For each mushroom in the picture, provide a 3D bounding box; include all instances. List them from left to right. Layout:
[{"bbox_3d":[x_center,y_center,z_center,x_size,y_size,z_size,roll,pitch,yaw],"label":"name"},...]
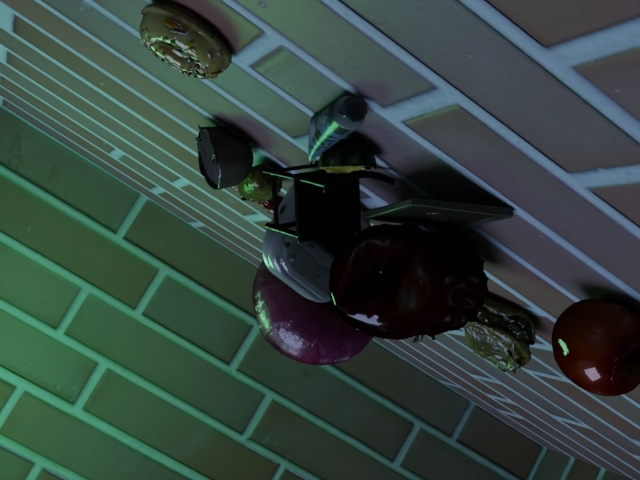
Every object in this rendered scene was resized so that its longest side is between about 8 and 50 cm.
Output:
[{"bbox_3d":[-0.212,-0.186,2.060,0.117,0.141,0.188,-3,-171,-25],"label":"mushroom"}]

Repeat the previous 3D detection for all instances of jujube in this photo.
[{"bbox_3d":[0.178,0.080,1.801,0.258,0.258,0.376,23,-163,35],"label":"jujube"}]

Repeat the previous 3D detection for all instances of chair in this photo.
[{"bbox_3d":[0.011,-0.076,1.766,0.154,0.141,0.260,-11,-164,-29],"label":"chair"}]

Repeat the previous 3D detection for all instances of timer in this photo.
[{"bbox_3d":[0.000,0.000,2.004,0.087,0.237,0.262,18,165,45],"label":"timer"}]

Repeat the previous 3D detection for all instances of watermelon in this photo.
[{"bbox_3d":[0.047,-0.150,1.628,0.105,0.062,0.105,-3,-175,0],"label":"watermelon"}]

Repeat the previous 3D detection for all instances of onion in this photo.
[{"bbox_3d":[0.008,0.156,2.413,0.358,0.358,0.345,35,167,-26],"label":"onion"}]

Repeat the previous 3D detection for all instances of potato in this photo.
[{"bbox_3d":[-0.141,-0.138,2.168,0.105,0.085,0.188,-8,174,-8],"label":"potato"}]

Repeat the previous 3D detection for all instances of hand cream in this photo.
[{"bbox_3d":[0.019,-0.189,1.534,0.055,0.088,0.256,2,174,-15],"label":"hand cream"}]

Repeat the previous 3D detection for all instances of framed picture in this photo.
[{"bbox_3d":[0.202,-0.043,1.627,0.189,0.023,0.260,5,175,-14],"label":"framed picture"}]

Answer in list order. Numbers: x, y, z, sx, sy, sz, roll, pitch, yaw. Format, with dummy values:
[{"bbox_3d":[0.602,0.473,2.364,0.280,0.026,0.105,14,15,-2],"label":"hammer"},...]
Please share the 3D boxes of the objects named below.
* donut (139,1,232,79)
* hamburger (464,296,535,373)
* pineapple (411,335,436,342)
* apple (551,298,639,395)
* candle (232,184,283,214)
[{"bbox_3d":[-0.232,-0.331,1.551,0.174,0.068,0.174,29,169,7],"label":"donut"},{"bbox_3d":[0.430,0.209,2.207,0.183,0.130,0.206,23,149,28],"label":"hamburger"},{"bbox_3d":[0.280,0.224,2.649,0.130,0.119,0.277,9,168,8],"label":"pineapple"},{"bbox_3d":[0.516,0.195,1.695,0.168,0.181,0.181,20,166,45],"label":"apple"},{"bbox_3d":[-0.164,-0.119,2.411,0.329,0.048,0.051,32,178,-6],"label":"candle"}]
